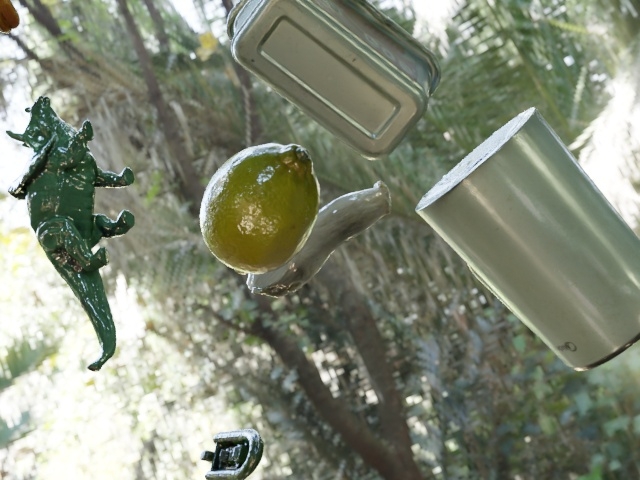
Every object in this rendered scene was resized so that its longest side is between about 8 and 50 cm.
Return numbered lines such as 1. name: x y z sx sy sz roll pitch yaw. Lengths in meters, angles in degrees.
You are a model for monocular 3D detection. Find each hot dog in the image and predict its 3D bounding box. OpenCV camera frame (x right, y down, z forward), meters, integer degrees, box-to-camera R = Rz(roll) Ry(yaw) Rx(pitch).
1. hot dog: -0.505 -0.369 1.552 0.056 0.041 0.133 -38 -41 -13

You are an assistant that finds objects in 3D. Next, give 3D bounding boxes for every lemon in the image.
1. lemon: -0.092 -0.054 1.579 0.184 0.184 0.248 -5 -45 -45

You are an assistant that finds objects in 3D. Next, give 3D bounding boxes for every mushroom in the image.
1. mushroom: 0.000 -0.002 2.090 0.351 0.097 0.109 -38 -57 0

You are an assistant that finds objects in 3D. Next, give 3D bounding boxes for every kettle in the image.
1. kettle: 0.351 0.019 1.692 0.250 0.377 0.361 -43 3 -25

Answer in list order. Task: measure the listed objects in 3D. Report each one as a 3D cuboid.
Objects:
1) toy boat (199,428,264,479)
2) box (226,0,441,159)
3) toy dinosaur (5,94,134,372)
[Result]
1. toy boat: -0.163 0.410 1.942 0.052 0.104 0.210 26 -25 -26
2. box: 0.017 -0.251 1.442 0.175 0.312 0.182 -49 13 21
3. toy dinosaur: -0.233 -0.019 1.018 0.120 0.292 0.079 -34 -18 7
